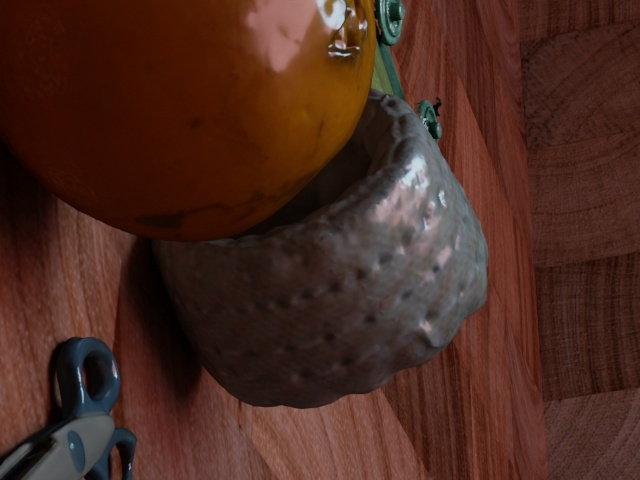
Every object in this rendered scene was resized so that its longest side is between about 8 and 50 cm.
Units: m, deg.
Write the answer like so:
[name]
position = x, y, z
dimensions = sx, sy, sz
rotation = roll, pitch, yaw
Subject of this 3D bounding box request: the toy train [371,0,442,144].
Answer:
[toy train]
position = 0.031, -0.135, 1.816
dimensions = 0.307, 0.126, 0.189
rotation = 69, 34, -41

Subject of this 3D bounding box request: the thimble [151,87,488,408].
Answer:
[thimble]
position = 0.000, 0.000, 1.618
dimensions = 0.291, 0.291, 0.195
rotation = -79, 150, -53

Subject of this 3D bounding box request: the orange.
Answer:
[orange]
position = -0.108, -0.152, 1.311
dimensions = 0.312, 0.312, 0.312
rotation = -10, 90, -75

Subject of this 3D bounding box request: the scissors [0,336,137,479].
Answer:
[scissors]
position = -0.191, 0.156, 1.289
dimensions = 0.289, 0.041, 0.138
rotation = -41, 119, -77
